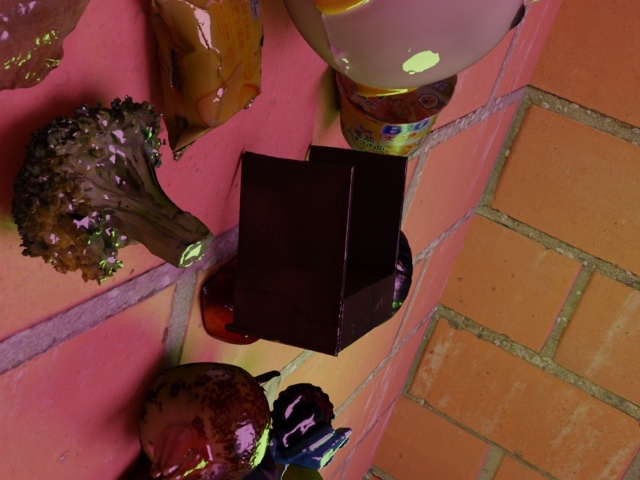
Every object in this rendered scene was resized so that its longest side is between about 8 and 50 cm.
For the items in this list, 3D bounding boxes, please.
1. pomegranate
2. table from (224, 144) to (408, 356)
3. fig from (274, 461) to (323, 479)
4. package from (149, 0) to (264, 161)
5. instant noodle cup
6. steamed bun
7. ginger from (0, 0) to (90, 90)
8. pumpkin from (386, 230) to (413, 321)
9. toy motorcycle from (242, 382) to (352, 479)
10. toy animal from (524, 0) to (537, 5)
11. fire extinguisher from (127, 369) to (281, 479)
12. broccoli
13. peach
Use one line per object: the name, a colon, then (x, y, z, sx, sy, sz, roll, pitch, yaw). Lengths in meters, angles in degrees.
pomegranate: (-0.188, 0.295, 1.138, 0.248, 0.214, 0.214, -40, 153, -73)
table: (0.000, 0.000, 1.190, 0.250, 0.196, 0.282, -21, 118, -62)
fig: (-0.124, 0.560, 1.580, 0.316, 0.316, 0.316, -51, 158, -30)
package: (-0.121, -0.211, 0.829, 0.168, 0.090, 0.226, -49, 154, -40)
instant noodle cup: (0.116, -0.241, 1.274, 0.205, 0.205, 0.153, -53, 170, -25)
steamed bun: (0.103, -0.352, 0.893, 0.334, 0.334, 0.374, -61, 156, -6)
ginger: (-0.242, -0.189, 0.586, 0.213, 0.074, 0.137, -60, 162, -25)
pumpkin: (0.080, 0.061, 1.568, 0.250, 0.216, 0.250, -56, -165, 23)
toy motorcycle: (-0.097, 0.471, 1.397, 0.416, 0.232, 0.172, -44, -173, -28)
toy animal: (0.230, -0.463, 1.229, 0.269, 0.237, 0.326, -20, 133, -34)
fire extinguisher: (-0.203, 0.355, 1.313, 0.114, 0.135, 0.337, 56, 50, -18)
broccoli: (-0.193, -0.037, 0.726, 0.194, 0.194, 0.220, -67, 166, 13)
peach: (-0.118, 0.102, 1.291, 0.189, 0.068, 0.279, -66, 161, 2)
